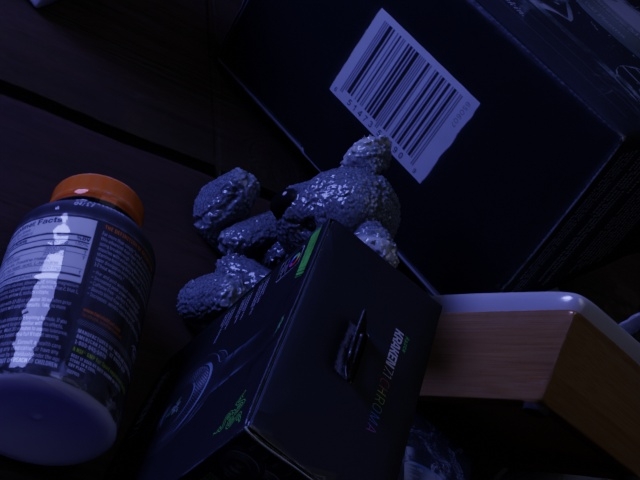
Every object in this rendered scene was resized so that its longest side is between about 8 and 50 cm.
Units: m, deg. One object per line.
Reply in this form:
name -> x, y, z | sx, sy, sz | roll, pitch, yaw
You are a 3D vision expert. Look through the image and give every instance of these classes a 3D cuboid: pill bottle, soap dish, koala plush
pill bottle -> -0.213, 0.055, 0.931 | 0.130, 0.130, 0.245 | 30, 42, -23
soap dish -> 0.199, 0.153, 1.126 | 0.229, 0.291, 0.118 | 38, 63, -32
koala plush -> 0.000, 0.000, 1.114 | 0.203, 0.221, 0.196 | 27, 42, -26

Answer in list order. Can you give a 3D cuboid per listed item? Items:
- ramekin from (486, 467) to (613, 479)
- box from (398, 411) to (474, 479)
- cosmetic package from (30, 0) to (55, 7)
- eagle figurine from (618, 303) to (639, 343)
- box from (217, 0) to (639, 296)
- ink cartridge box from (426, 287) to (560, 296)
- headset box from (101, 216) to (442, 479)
ramekin -> 0.280, 0.327, 1.205 | 0.207, 0.109, 0.207 | 26, 43, -27
box -> 0.055, 0.243, 1.068 | 0.156, 0.093, 0.158 | 39, 37, -13
cosmetic package -> -0.273, -0.382, 1.200 | 0.151, 0.184, 0.151 | 48, 36, -1
eagle figurine -> 0.367, 0.124, 1.296 | 0.226, 0.225, 0.298 | 16, 26, -18
box -> 0.222, -0.199, 1.374 | 0.480, 0.297, 0.472 | 48, 34, 20
ink cartridge box -> 0.213, 0.047, 1.405 | 0.175, 0.072, 0.127 | 0, 57, -44
headset box -> -0.044, 0.151, 0.892 | 0.131, 0.283, 0.246 | 39, 39, -13
